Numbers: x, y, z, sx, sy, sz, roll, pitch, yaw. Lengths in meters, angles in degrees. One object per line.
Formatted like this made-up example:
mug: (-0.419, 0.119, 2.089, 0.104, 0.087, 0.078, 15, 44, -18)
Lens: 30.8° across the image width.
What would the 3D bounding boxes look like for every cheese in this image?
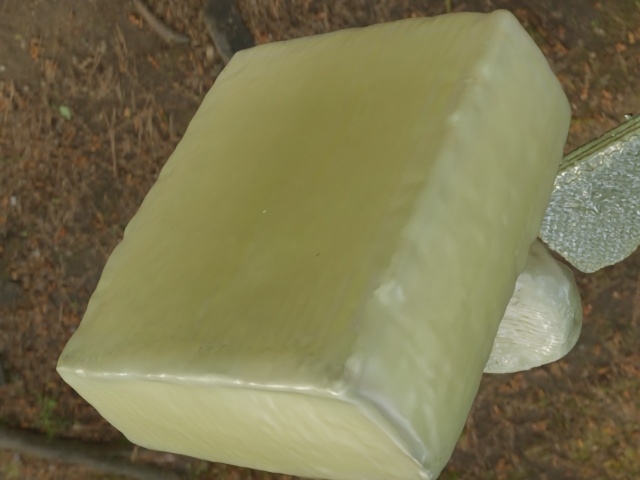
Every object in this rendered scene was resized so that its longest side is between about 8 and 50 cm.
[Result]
cheese: (0.000, 0.000, 0.705, 0.242, 0.266, 0.124, 2, 143, 36)

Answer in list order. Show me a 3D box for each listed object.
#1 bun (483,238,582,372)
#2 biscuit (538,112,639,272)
bun: (0.215, 0.067, 1.441, 0.231, 0.133, 0.231, 8, 142, 6)
biscuit: (0.272, -0.046, 1.006, 0.121, 0.041, 0.199, 38, 135, -22)
